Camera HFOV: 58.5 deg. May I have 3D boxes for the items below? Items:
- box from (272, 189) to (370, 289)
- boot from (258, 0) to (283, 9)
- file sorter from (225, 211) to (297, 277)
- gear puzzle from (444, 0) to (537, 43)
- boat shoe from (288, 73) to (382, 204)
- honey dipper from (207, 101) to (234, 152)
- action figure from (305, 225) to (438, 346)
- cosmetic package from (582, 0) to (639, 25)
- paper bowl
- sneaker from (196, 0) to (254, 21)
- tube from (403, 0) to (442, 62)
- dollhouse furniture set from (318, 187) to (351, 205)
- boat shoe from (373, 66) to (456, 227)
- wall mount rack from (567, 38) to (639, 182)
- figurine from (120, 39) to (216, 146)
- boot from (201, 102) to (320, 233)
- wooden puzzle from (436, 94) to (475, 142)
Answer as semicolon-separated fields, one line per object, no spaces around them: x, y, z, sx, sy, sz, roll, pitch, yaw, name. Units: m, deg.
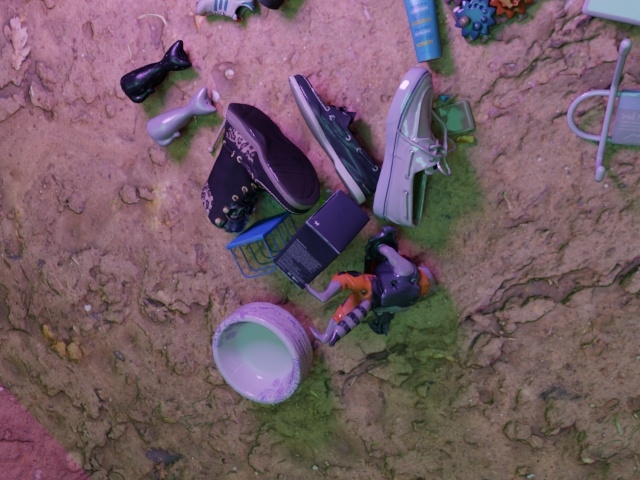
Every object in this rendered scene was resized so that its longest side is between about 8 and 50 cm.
0.000;0.000;1.381;0.108;0.153;0.207;44;141;0;box
-0.144;-0.708;1.262;0.338;0.118;0.222;42;119;-9;boot
-0.142;0.011;1.506;0.118;0.170;0.105;-15;107;28;file sorter
0.399;-0.536;1.112;0.338;0.044;0.176;-26;98;30;gear puzzle
0.047;-0.256;1.349;0.113;0.127;0.340;-31;89;-1;boat shoe
-0.265;-0.295;1.518;0.030;0.030;0.161;41;123;4;honey dipper
0.137;0.159;1.388;0.178;0.330;0.341;-129;23;-50;action figure
0.705;-0.443;0.944;0.453;0.161;0.230;21;118;15;cosmetic package
-0.156;0.311;1.644;0.284;0.148;0.284;9;114;21;paper bowl
-0.228;-0.558;1.377;0.161;0.057;0.075;-13;99;25;sneaker
0.215;-0.488;1.217;0.080;0.052;0.207;-9;101;22;tube
0.008;-0.133;1.435;0.151;0.076;0.059;24;121;2;dollhouse furniture set
0.225;-0.186;1.265;0.156;0.135;0.367;26;122;27;boat shoe
0.641;-0.239;1.042;0.349;0.130;0.304;8;133;21;wall mount rack
-0.391;-0.386;1.509;0.209;0.092;0.215;-25;100;26;figurine
-0.166;-0.130;1.428;0.377;0.138;0.284;52;128;28;boot
0.303;-0.272;1.281;0.078;0.014;0.116;-6;108;22;wooden puzzle
